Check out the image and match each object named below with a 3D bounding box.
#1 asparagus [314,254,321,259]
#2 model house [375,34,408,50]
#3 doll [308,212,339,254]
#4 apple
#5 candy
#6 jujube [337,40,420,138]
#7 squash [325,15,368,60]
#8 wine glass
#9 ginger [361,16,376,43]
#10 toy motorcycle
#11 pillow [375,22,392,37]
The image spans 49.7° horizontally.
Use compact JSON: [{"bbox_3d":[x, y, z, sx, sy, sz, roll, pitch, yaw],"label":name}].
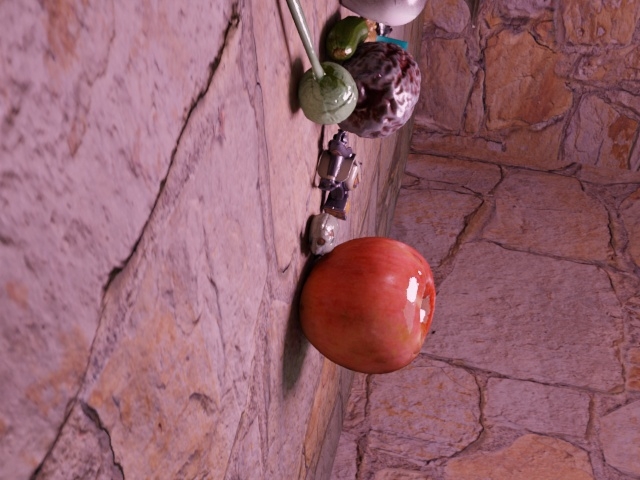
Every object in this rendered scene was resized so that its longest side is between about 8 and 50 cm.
[{"bbox_3d":[0.000,0.000,1.821,0.025,0.021,0.108,-26,126,-76],"label":"asparagus"},{"bbox_3d":[0.190,-0.528,2.017,0.149,0.100,0.127,-88,-169,-70],"label":"model house"},{"bbox_3d":[0.007,-0.017,1.714,0.214,0.071,0.103,-50,156,-79],"label":"doll"},{"bbox_3d":[0.117,0.166,1.789,0.364,0.364,0.364,10,90,-80],"label":"apple"},{"bbox_3d":[-0.023,-0.345,1.218,0.440,0.119,0.119,59,42,-64],"label":"candy"},{"bbox_3d":[0.129,-0.358,1.635,0.317,0.226,0.226,-62,160,-69],"label":"jujube"},{"bbox_3d":[0.060,-0.458,1.554,0.068,0.077,0.219,-63,177,34],"label":"squash"},{"bbox_3d":[0.211,-0.597,1.558,0.238,0.323,0.238,8,90,-81],"label":"wine glass"},{"bbox_3d":[0.140,-0.600,1.919,0.193,0.052,0.176,91,8,-45],"label":"ginger"},{"bbox_3d":[0.046,-0.166,1.731,0.263,0.091,0.157,70,35,-69],"label":"toy motorcycle"},{"bbox_3d":[0.185,-0.645,2.126,0.091,0.055,0.135,-50,-179,26],"label":"pillow"}]
